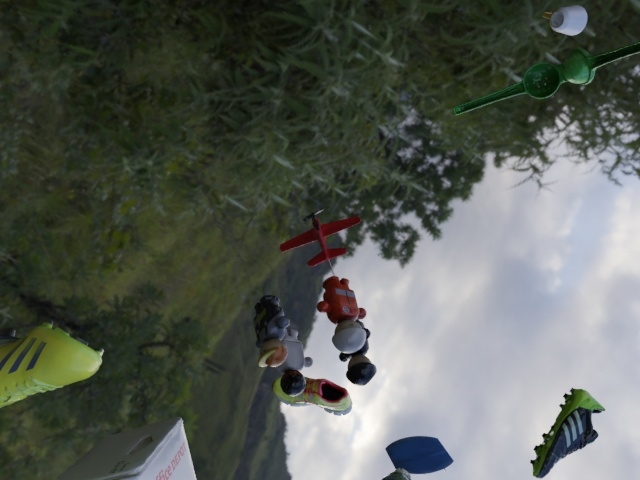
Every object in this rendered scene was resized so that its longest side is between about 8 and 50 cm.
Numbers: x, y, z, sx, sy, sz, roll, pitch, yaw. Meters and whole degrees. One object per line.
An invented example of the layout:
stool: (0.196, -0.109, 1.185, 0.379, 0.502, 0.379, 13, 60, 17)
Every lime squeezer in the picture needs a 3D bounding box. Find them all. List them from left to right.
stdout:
lime squeezer: (0.356, -0.257, 0.963, 0.310, 0.110, 0.058, -10, -94, 49)

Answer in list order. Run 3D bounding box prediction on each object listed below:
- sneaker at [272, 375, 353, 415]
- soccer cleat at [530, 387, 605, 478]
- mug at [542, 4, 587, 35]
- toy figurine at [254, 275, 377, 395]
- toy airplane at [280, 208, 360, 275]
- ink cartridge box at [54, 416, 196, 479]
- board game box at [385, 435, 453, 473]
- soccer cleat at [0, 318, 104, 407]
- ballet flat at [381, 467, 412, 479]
sneaker: (-0.019, 0.372, 1.582, 0.094, 0.209, 0.081, 92, 10, -55)
soccer cleat: (0.409, 0.324, 1.040, 0.179, 0.072, 0.060, -48, 164, -25)
mug: (0.518, -0.470, 1.354, 0.078, 0.064, 0.062, -6, -85, 55)
toy figurine: (-0.009, 0.188, 1.162, 0.213, 0.210, 0.148, 74, 2, -53)
toy airplane: (0.000, 0.000, 1.069, 0.151, 0.028, 0.151, -11, -134, 12)
ink cartridge box: (-0.284, 0.522, 1.025, 0.161, 0.384, 0.279, -13, 180, 1)
board game box: (0.227, 0.509, 1.465, 0.169, 0.133, 0.033, -136, -141, -77)
soccer cleat: (-0.381, 0.172, 0.811, 0.289, 0.093, 0.121, -10, -135, 39)
ballet flat: (0.159, 0.514, 1.335, 0.188, 0.070, 0.070, 111, 3, -54)
